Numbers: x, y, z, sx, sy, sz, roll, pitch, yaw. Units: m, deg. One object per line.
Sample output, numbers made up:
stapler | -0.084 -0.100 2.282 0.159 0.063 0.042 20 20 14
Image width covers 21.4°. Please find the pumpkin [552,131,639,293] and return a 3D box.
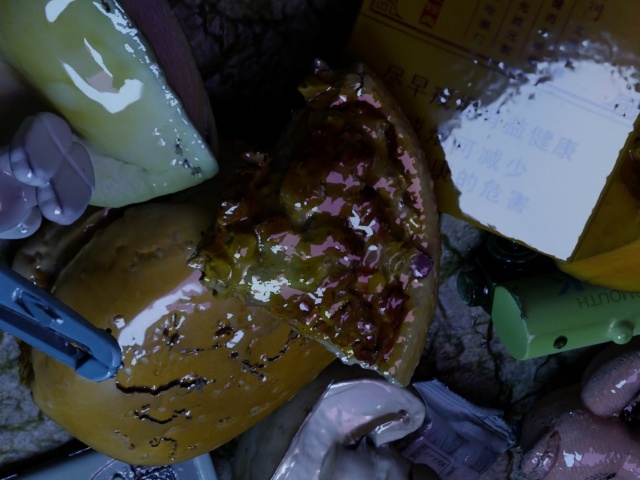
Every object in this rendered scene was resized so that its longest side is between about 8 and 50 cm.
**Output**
pumpkin | 0.360 -0.085 1.581 0.225 0.256 0.303 13 95 -26

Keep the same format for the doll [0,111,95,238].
doll | -0.302 0.008 1.369 0.271 0.144 0.208 -5 121 19

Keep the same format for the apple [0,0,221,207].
apple | -0.201 -0.144 1.360 0.193 0.120 0.265 -11 135 23

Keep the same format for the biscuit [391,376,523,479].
biscuit | 0.067 0.276 1.848 0.309 0.079 0.186 -46 134 13

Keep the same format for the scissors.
scissors | -0.320 0.004 1.296 0.180 0.393 0.032 -64 170 22

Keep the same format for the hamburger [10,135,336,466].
hamburger | -0.114 0.061 1.531 0.304 0.174 0.284 -38 138 9

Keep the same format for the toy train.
toy train | 0.271 0.049 1.708 0.253 0.157 0.105 -10 130 -18

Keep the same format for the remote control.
remote control | -0.244 0.278 1.684 0.296 0.056 0.140 -19 94 -11

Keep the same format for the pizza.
pizza | 0.000 0.000 1.385 0.229 0.081 0.289 -12 107 -22

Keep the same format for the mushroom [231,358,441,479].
mushroom | 0.012 0.223 1.698 0.195 0.189 0.253 17 104 -24

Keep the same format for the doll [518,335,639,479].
doll | 0.352 0.171 1.820 0.303 0.156 0.201 -45 164 14

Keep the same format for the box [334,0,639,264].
box | 0.179 -0.212 1.401 0.264 0.116 0.415 23 120 5
